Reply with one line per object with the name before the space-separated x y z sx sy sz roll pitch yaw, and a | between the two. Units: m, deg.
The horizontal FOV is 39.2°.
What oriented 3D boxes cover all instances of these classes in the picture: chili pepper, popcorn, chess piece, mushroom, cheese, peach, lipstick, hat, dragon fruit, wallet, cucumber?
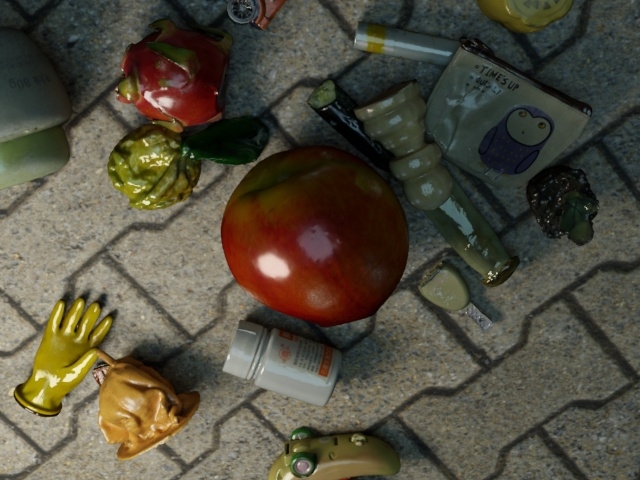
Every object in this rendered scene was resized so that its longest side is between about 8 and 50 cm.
chili pepper | -0.201 -0.198 1.871 0.216 0.062 0.108 -15 112 -39
popcorn | -0.343 -0.154 1.890 0.198 0.155 0.197 5 104 18
chess piece | 0.187 -0.185 1.825 0.143 0.143 0.260 -26 101 11
mushroom | 0.313 -0.030 1.950 0.100 0.081 0.312 -39 100 11
cheese | 0.314 0.135 2.029 0.192 0.037 0.097 42 107 -12
peach | 0.000 0.000 1.825 0.388 0.388 0.388 1 110 2
lipstick | 0.200 -0.394 1.828 0.264 0.059 0.059 10 110 -2
hat | -0.432 0.338 2.037 0.233 0.244 0.233 -40 103 -19
dragon fruit | -0.291 -0.330 1.796 0.227 0.224 0.224 17 110 -2
wallet | 0.364 -0.249 1.846 0.335 0.068 0.275 26 128 -13
cucumber | 0.081 -0.235 1.885 0.241 0.074 0.074 41 106 -15

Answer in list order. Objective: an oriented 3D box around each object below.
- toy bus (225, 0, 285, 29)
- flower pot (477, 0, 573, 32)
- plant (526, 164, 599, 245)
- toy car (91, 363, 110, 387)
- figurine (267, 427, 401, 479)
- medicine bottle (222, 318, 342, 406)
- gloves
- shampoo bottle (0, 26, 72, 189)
toy bus | -0.204 -0.557 1.743 0.329 0.143 0.153 41 96 -11
flower pot | 0.405 -0.487 1.724 0.195 0.179 0.195 0 112 1
plant | 0.504 -0.077 1.861 0.131 0.203 0.142 -27 103 4
toy car | -0.499 0.348 2.135 0.059 0.035 0.121 -17 107 4
figurine | 0.033 0.566 2.154 0.325 0.124 0.222 -7 110 0
medicine bottle | -0.088 0.278 2.039 0.252 0.144 0.144 17 110 -6
gloves | -0.592 0.256 2.077 0.133 0.116 0.294 27 103 -20
shampoo bottle | -0.660 -0.256 1.767 0.323 0.322 0.317 -14 103 7
